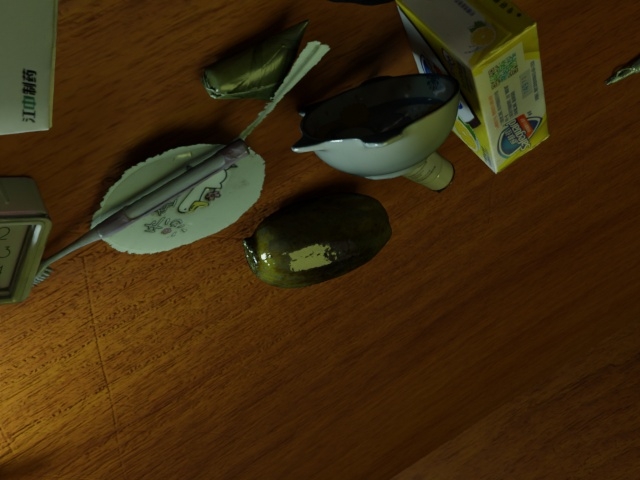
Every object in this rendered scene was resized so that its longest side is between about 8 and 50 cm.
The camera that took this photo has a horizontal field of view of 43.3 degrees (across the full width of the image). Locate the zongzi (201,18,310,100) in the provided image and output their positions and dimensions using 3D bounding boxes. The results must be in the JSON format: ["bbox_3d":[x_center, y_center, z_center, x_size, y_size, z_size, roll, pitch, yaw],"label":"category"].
[{"bbox_3d":[-0.074,-0.209,0.920,0.104,0.052,0.113,-12,149,-41],"label":"zongzi"}]

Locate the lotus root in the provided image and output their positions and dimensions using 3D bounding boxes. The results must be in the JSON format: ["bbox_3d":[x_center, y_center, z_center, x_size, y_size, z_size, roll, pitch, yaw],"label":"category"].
[{"bbox_3d":[0.000,0.000,1.225,0.241,0.123,0.124,-21,138,-28],"label":"lotus root"}]

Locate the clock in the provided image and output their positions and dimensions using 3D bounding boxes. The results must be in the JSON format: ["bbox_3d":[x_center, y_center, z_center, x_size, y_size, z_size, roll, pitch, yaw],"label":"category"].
[{"bbox_3d":[-0.407,0.006,0.876,0.192,0.071,0.147,-4,137,-41],"label":"clock"}]

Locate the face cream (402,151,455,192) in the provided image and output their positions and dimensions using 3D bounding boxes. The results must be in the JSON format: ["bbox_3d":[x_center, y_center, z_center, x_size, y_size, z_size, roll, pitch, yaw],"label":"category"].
[{"bbox_3d":[0.122,-0.137,1.227,0.092,0.058,0.244,-43,143,21],"label":"face cream"}]

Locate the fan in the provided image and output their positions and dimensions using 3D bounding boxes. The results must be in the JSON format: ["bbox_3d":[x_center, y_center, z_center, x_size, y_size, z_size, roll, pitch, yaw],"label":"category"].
[{"bbox_3d":[-0.125,-0.103,1.010,0.415,0.012,0.233,-42,152,30],"label":"fan"}]

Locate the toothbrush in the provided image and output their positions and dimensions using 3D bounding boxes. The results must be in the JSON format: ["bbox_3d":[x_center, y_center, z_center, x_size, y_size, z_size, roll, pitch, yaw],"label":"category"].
[{"bbox_3d":[-0.240,-0.027,0.999,0.354,0.024,0.029,-30,161,7],"label":"toothbrush"}]

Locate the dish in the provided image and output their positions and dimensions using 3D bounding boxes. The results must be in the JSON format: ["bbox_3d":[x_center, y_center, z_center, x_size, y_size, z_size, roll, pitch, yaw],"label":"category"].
[{"bbox_3d":[0.071,-0.131,1.015,0.236,0.228,0.086,-51,131,-50],"label":"dish"}]

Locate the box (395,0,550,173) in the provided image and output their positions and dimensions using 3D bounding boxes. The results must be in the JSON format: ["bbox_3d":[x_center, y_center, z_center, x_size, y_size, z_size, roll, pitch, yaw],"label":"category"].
[{"bbox_3d":[0.210,-0.226,1.080,0.097,0.168,0.265,-38,151,-1],"label":"box"}]

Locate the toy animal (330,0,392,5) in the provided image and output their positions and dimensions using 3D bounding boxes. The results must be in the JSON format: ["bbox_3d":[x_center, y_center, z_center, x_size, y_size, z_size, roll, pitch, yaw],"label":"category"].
[{"bbox_3d":[0.029,-0.352,0.702,0.212,0.212,0.266,-29,145,-11],"label":"toy animal"}]

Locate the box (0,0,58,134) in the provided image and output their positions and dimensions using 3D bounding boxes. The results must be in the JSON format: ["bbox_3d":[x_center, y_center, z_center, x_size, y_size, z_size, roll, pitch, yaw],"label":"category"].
[{"bbox_3d":[-0.297,-0.229,0.592,0.173,0.145,0.333,-12,142,-31],"label":"box"}]

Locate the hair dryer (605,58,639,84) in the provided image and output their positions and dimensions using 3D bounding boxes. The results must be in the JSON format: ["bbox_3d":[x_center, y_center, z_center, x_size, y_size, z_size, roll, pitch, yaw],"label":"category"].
[{"bbox_3d":[0.628,-0.332,1.469,0.199,0.067,0.167,-39,157,27],"label":"hair dryer"}]
